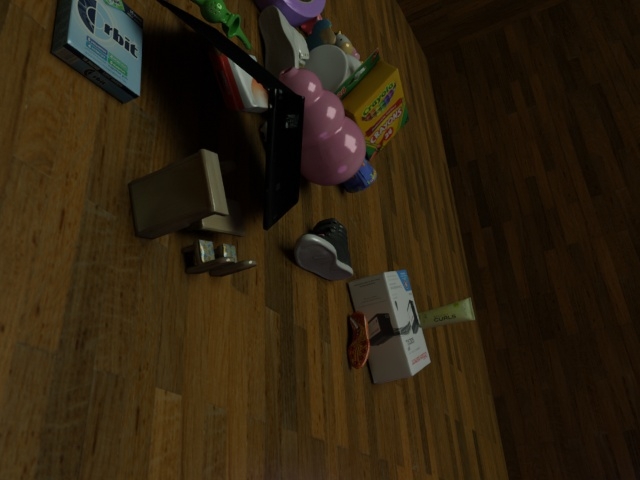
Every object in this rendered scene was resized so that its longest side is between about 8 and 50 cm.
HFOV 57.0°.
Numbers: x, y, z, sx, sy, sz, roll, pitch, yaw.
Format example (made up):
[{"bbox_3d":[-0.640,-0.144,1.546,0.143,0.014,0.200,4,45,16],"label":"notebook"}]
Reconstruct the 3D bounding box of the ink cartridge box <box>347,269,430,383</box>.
[{"bbox_3d":[0.214,0.255,1.795,0.223,0.129,0.308,2,72,-66],"label":"ink cartridge box"}]

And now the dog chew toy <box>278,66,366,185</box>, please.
[{"bbox_3d":[-0.013,-0.311,1.584,0.332,0.206,0.207,59,27,-32],"label":"dog chew toy"}]

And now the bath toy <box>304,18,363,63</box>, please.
[{"bbox_3d":[0.067,-0.642,2.066,0.348,0.151,0.129,14,77,-65],"label":"bath toy"}]

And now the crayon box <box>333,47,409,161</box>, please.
[{"bbox_3d":[0.163,-0.409,1.820,0.081,0.202,0.318,39,-7,27],"label":"crayon box"}]

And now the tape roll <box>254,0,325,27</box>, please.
[{"bbox_3d":[-0.105,-0.789,1.777,0.274,0.090,0.275,18,65,-45],"label":"tape roll"}]

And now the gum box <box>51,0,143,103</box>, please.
[{"bbox_3d":[-0.377,-0.355,1.016,0.157,0.041,0.184,35,44,-55],"label":"gum box"}]

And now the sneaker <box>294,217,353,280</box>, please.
[{"bbox_3d":[0.000,0.000,1.542,0.296,0.104,0.147,39,37,-61],"label":"sneaker"}]

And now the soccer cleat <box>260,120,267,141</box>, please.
[{"bbox_3d":[-0.092,-0.220,1.512,0.068,0.076,0.196,-27,99,-66],"label":"soccer cleat"}]

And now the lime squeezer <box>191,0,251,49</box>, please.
[{"bbox_3d":[-0.234,-0.500,1.335,0.310,0.110,0.059,23,79,-51],"label":"lime squeezer"}]

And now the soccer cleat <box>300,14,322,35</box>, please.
[{"bbox_3d":[-0.064,-0.789,1.973,0.248,0.083,0.095,36,41,-49],"label":"soccer cleat"}]

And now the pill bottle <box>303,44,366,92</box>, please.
[{"bbox_3d":[0.082,-0.480,1.924,0.361,0.204,0.204,19,57,-61],"label":"pill bottle"}]

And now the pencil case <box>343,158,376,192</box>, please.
[{"bbox_3d":[0.066,-0.273,1.844,0.306,0.119,0.133,49,12,-43],"label":"pencil case"}]

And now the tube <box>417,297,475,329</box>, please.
[{"bbox_3d":[0.433,0.273,2.131,0.062,0.240,0.070,-20,93,-69],"label":"tube"}]

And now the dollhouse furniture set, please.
[{"bbox_3d":[-0.194,-0.062,1.066,0.242,0.161,0.212,12,63,-64],"label":"dollhouse furniture set"}]

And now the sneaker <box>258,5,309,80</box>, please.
[{"bbox_3d":[-0.083,-0.520,1.706,0.169,0.108,0.293,24,51,-56],"label":"sneaker"}]

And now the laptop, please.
[{"bbox_3d":[-0.174,-0.263,1.254,0.382,0.236,0.408,-59,154,-77],"label":"laptop"}]

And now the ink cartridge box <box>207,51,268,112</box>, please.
[{"bbox_3d":[-0.194,-0.393,1.450,0.179,0.045,0.145,-22,94,-69],"label":"ink cartridge box"}]

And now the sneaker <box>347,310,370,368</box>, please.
[{"bbox_3d":[0.114,0.281,1.644,0.067,0.064,0.175,64,26,-44],"label":"sneaker"}]
